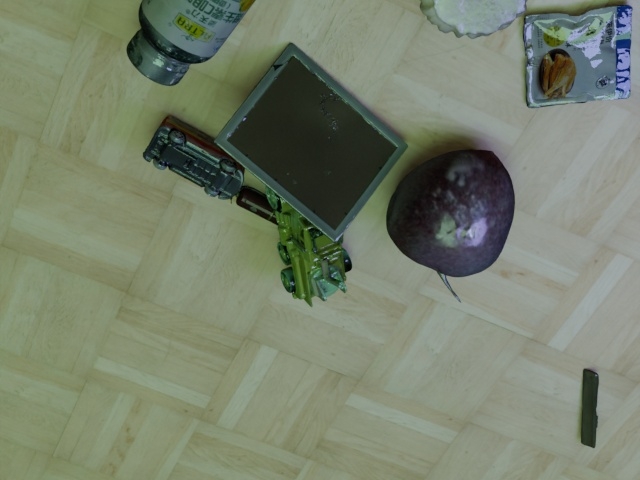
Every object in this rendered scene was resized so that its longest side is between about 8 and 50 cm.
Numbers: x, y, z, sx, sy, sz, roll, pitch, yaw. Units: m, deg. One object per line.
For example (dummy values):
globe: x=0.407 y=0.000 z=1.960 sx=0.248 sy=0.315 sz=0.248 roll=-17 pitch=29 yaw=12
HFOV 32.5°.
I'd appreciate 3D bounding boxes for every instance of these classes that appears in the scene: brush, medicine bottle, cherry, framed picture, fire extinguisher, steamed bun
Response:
brush: x=0.548 y=0.337 z=2.216 sx=0.034 sy=0.027 sz=0.190 roll=17 pitch=127 yaw=36
medicine bottle: x=-0.185 y=-0.375 z=1.690 sx=0.141 sy=0.141 sz=0.293 roll=32 pitch=121 yaw=-18
cherry: x=0.224 y=-0.039 z=1.879 sx=0.213 sy=0.183 sz=0.266 roll=19 pitch=108 yaw=-20
framed picture: x=-0.013 y=-0.161 z=1.825 sx=0.273 sy=0.016 sz=0.216 roll=41 pitch=80 yaw=-17
fire extinguisher: x=-0.107 y=-0.062 z=1.964 sx=0.132 sy=0.039 sz=0.056 roll=27 pitch=132 yaw=-15
steamed bun: x=0.236 y=-0.398 z=1.675 sx=0.182 sy=0.106 sz=0.183 roll=-1 pitch=126 yaw=-1

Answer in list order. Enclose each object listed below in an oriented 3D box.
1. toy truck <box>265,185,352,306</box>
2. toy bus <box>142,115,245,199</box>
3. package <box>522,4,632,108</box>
toy truck: x=-0.002 y=-0.004 z=1.921 sx=0.128 sy=0.135 sz=0.260 roll=-21 pitch=122 yaw=-18
toy bus: x=-0.212 y=-0.143 z=1.890 sx=0.174 sy=0.077 sz=0.079 roll=28 pitch=121 yaw=-16
package: x=0.418 y=-0.297 z=1.781 sx=0.173 sy=0.027 sz=0.171 roll=-4 pitch=125 yaw=10
